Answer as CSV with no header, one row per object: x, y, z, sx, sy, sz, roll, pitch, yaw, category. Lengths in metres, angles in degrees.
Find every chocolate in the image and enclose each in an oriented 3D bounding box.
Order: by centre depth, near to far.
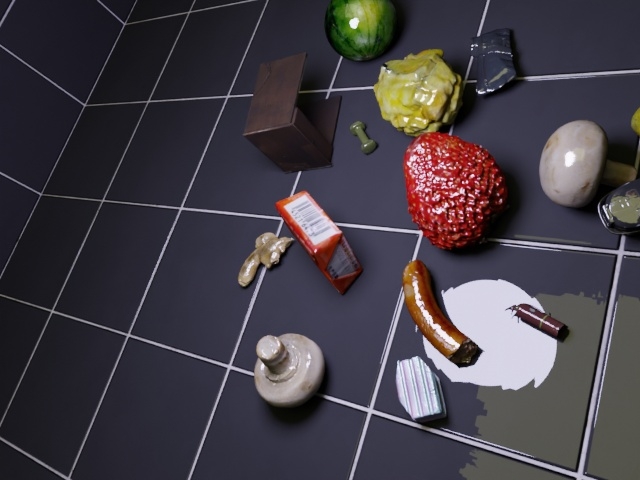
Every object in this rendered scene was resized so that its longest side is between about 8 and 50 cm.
0.000,0.000,1.661,0.108,0.235,0.237,-37,49,-5,chocolate

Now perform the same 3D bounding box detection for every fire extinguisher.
0.499,0.177,1.355,0.056,0.039,0.132,-33,43,-28,fire extinguisher

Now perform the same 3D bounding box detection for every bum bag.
0.503,-0.522,1.705,0.123,0.060,0.248,-13,58,27,bum bag

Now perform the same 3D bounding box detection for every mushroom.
0.630,-0.171,1.370,0.215,0.207,0.207,14,72,6,mushroom
-0.088,0.345,1.561,0.206,0.209,0.206,-2,78,8,mushroom

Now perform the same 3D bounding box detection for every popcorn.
0.285,-0.434,1.707,0.286,0.215,0.252,21,85,43,popcorn

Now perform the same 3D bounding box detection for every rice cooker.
0.709,-0.074,1.300,0.165,0.106,0.112,-24,67,25,rice cooker

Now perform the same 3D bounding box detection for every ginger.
-0.183,0.060,1.852,0.133,0.059,0.214,28,82,44,ginger

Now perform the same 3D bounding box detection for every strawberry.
0.336,-0.128,1.494,0.261,0.257,0.261,-15,52,20,strawberry

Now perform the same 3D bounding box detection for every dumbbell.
0.135,-0.326,1.853,0.052,0.046,0.118,-32,53,9,dumbbell

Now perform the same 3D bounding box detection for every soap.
0.239,0.359,1.419,0.100,0.056,0.149,-21,57,21,soap

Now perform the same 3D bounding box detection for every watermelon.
0.132,-0.717,1.935,0.242,0.242,0.242,-15,59,27,watermelon

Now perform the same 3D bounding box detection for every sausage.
0.280,0.180,1.474,0.103,0.076,0.302,-32,53,6,sausage

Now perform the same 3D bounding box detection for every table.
-0.079,-0.409,1.907,0.196,0.250,0.282,-5,63,32,table

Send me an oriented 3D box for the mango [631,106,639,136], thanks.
0.870,-0.330,1.299,0.329,0.175,0.176,-31,9,17,mango
